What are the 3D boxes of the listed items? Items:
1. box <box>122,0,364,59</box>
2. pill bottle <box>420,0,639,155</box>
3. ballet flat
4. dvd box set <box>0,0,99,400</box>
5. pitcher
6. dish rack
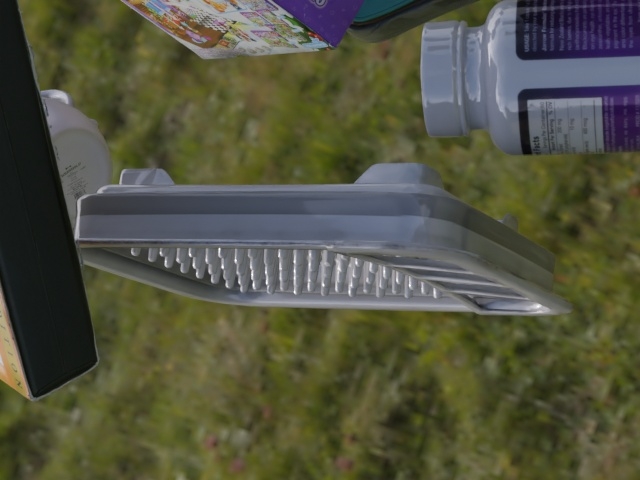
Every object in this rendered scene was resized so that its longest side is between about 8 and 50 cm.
[{"bbox_3d":[-0.109,-0.229,1.490,0.057,0.201,0.293,-60,23,-9],"label":"box"},{"bbox_3d":[0.168,-0.112,1.229,0.193,0.108,0.108,-1,63,10],"label":"pill bottle"},{"bbox_3d":[0.113,-0.232,1.593,0.213,0.068,0.072,-20,75,9],"label":"ballet flat"},{"bbox_3d":[-0.318,-0.101,1.257,0.420,0.062,0.307,26,136,44],"label":"dvd box set"},{"bbox_3d":[-0.265,-0.085,1.674,0.178,0.125,0.207,-40,31,-29],"label":"pitcher"},{"bbox_3d":[0.000,0.000,1.348,0.333,0.285,0.072,0,80,26],"label":"dish rack"}]
